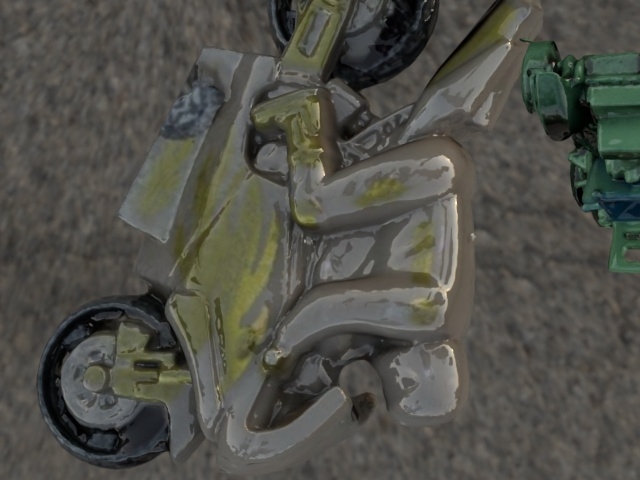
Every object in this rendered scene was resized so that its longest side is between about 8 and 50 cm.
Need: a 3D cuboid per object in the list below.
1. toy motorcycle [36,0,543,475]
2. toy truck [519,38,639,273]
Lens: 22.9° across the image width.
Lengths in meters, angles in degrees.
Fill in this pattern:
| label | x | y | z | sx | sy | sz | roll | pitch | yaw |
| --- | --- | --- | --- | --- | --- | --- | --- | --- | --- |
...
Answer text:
| label | x | y | z | sx | sy | sz | roll | pitch | yaw |
| --- | --- | --- | --- | --- | --- | --- | --- | --- | --- |
| toy motorcycle | 0.000 | 0.000 | 0.845 | 0.223 | 0.108 | 0.341 | 30 | 91 | 19 |
| toy truck | 0.134 | -0.029 | 0.673 | 0.080 | 0.154 | 0.078 | -1 | 71 | 20 |
